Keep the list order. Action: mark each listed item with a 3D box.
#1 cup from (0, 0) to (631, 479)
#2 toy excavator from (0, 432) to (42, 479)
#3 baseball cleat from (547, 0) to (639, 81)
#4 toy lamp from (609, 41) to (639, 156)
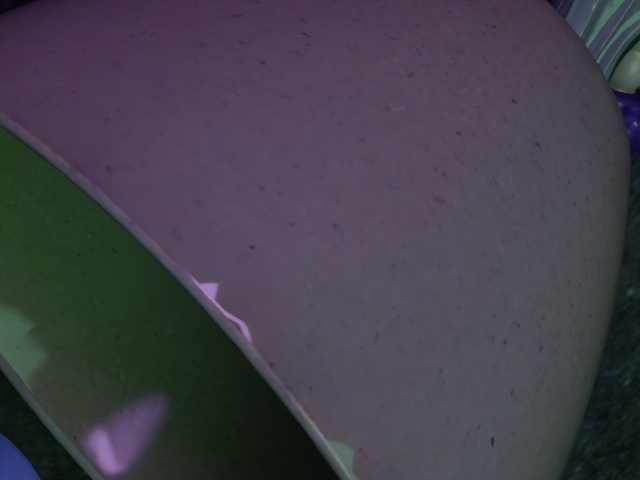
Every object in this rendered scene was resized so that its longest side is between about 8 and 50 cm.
[{"bbox_3d":[0.000,0.000,0.578,0.237,0.331,0.331,-42,139,-25],"label":"cup"},{"bbox_3d":[-0.307,0.262,0.631,0.432,0.222,0.445,-16,136,-4],"label":"toy excavator"},{"bbox_3d":[0.134,-0.126,0.678,0.072,0.109,0.206,26,106,-29],"label":"baseball cleat"},{"bbox_3d":[0.206,-0.179,0.701,0.080,0.080,0.275,-1,127,-32],"label":"toy lamp"}]
